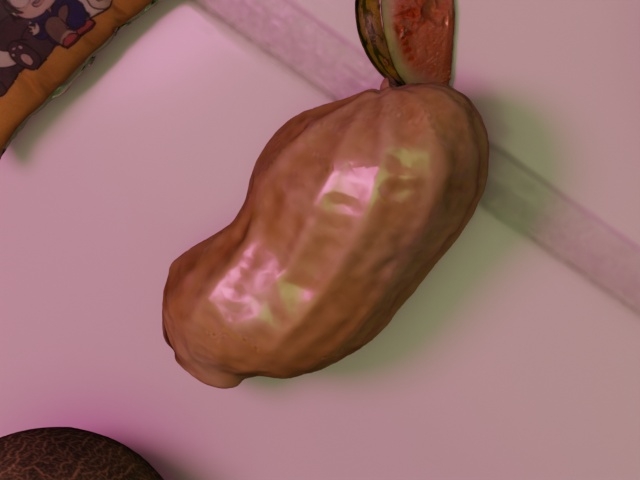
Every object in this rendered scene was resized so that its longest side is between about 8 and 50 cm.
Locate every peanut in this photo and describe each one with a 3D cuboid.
[{"bbox_3d":[0.005,0.003,1.456,0.174,0.158,0.340,28,109,-21],"label":"peanut"}]

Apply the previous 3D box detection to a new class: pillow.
[{"bbox_3d":[-0.280,-0.266,1.484,0.310,0.119,0.312,-39,92,18],"label":"pillow"}]

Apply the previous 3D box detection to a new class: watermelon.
[{"bbox_3d":[0.059,-0.194,1.473,0.069,0.087,0.163,7,100,47],"label":"watermelon"}]

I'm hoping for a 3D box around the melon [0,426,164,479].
[{"bbox_3d":[-0.234,0.280,1.470,0.237,0.302,0.237,2,101,13],"label":"melon"}]
